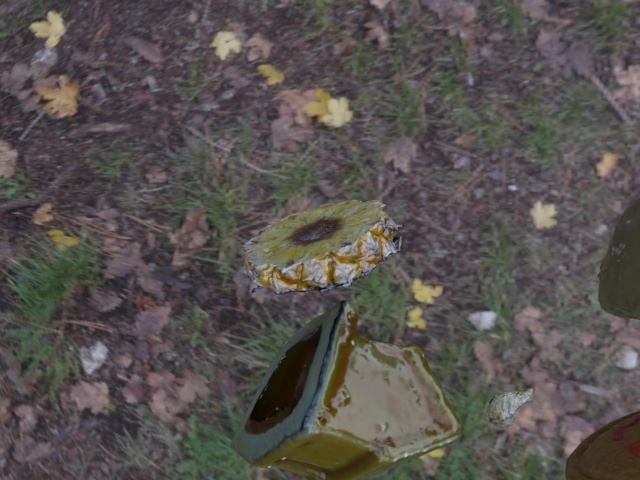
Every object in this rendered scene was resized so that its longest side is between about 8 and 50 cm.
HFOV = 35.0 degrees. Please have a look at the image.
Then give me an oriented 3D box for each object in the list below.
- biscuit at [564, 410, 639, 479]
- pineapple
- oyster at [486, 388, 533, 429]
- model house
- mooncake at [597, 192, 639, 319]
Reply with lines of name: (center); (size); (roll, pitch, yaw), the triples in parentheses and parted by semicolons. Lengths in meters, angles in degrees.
biscuit: (0.436, 0.250, 1.210); (0.273, 0.257, 0.049); (-23, 102, -30)
pineapple: (0.000, 0.000, 1.213); (0.221, 0.221, 0.047); (-24, 113, -21)
oyster: (0.284, 0.257, 1.493); (0.081, 0.038, 0.083); (-19, 131, 12)
model house: (0.042, 0.234, 1.345); (0.239, 0.268, 0.173); (24, 54, -22)
mooncake: (0.556, 0.056, 1.245); (0.394, 0.246, 0.393); (-15, 72, -24)
